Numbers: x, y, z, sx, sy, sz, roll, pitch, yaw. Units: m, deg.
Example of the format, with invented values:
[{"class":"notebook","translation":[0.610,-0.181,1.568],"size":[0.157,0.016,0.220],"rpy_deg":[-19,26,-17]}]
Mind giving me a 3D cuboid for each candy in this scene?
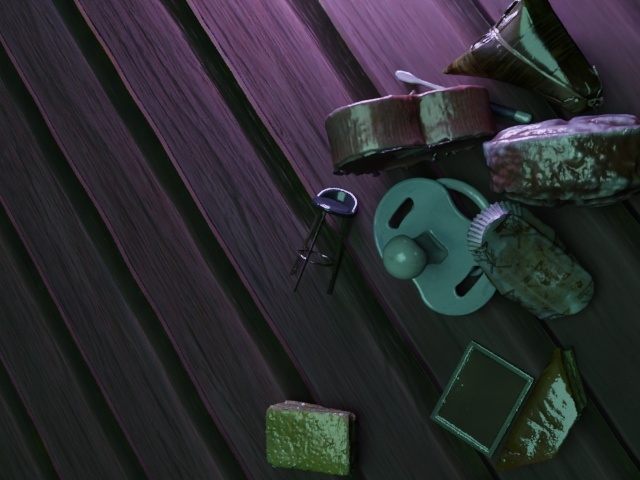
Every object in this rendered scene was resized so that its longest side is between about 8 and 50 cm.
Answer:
[{"class":"candy","translation":[0.426,-0.133,1.489],"size":[0.289,0.214,0.157],"rpy_deg":[-4,92,25]}]

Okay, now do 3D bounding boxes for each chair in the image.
[{"class":"chair","translation":[0.000,0.000,1.784],"size":[0.104,0.095,0.222],"rpy_deg":[24,102,16]}]

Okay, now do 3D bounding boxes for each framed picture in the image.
[{"class":"framed picture","translation":[0.311,0.306,1.677],"size":[0.142,0.011,0.183],"rpy_deg":[31,105,24]}]

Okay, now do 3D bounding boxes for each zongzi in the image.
[{"class":"zongzi","translation":[0.373,-0.290,1.591],"size":[0.241,0.111,0.248],"rpy_deg":[-40,79,41]}]

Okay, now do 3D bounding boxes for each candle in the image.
[{"class":"candle","translation":[0.158,-0.207,1.627],"size":[0.316,0.287,0.132],"rpy_deg":[-10,83,-12]}]

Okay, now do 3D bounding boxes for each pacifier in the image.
[{"class":"pacifier","translation":[0.201,0.011,1.603],"size":[0.287,0.225,0.238],"rpy_deg":[48,125,15]}]

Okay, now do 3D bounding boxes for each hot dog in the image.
[{"class":"hot dog","translation":[0.370,0.041,1.537],"size":[0.268,0.075,0.144],"rpy_deg":[41,98,-19]}]

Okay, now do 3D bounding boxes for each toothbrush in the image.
[{"class":"toothbrush","translation":[0.273,-0.277,1.675],"size":[0.288,0.026,0.024],"rpy_deg":[24,101,24]}]

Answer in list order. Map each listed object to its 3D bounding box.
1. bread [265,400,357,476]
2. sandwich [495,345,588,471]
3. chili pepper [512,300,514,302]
[{"class":"bread","translation":[-0.014,0.410,1.800],"size":[0.196,0.102,0.138],"rpy_deg":[0,94,25]},{"class":"sandwich","translation":[0.416,0.322,1.575],"size":[0.096,0.094,0.258],"rpy_deg":[31,104,25]},{"class":"chili pepper","translation":[0.346,0.045,1.635],"size":[0.050,0.041,0.153],"rpy_deg":[157,102,-69]}]
